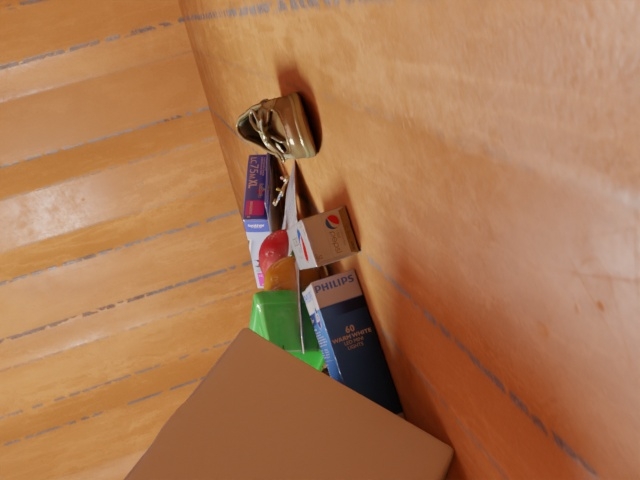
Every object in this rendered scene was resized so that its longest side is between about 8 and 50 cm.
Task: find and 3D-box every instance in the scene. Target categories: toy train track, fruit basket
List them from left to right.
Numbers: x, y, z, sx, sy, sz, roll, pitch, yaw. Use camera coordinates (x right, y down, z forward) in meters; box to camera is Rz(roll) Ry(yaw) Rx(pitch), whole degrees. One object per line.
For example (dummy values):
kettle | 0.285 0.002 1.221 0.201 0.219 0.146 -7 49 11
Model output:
toy train track | -0.075 -0.092 1.443 0.083 0.014 0.048 119 166 -52
fruit basket | -0.046 0.080 1.508 0.327 0.165 0.353 106 168 -61

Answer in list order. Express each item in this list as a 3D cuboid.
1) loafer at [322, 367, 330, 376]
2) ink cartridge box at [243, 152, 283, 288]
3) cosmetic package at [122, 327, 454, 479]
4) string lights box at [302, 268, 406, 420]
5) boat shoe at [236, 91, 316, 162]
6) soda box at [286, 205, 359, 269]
loafer | 0.034 0.303 1.610 0.268 0.096 0.084 64 150 11
ink cartridge box | -0.125 -0.053 1.752 0.311 0.065 0.186 89 -178 -54
cosmetic package | -0.050 0.400 1.085 0.327 0.329 0.394 27 151 20
string lights box | 0.050 0.185 1.245 0.133 0.076 0.260 126 126 -79
boat shoe | -0.072 -0.173 1.258 0.285 0.089 0.105 -146 40 -76
soda box | 0.000 0.000 1.224 0.216 0.069 0.074 157 95 -82
